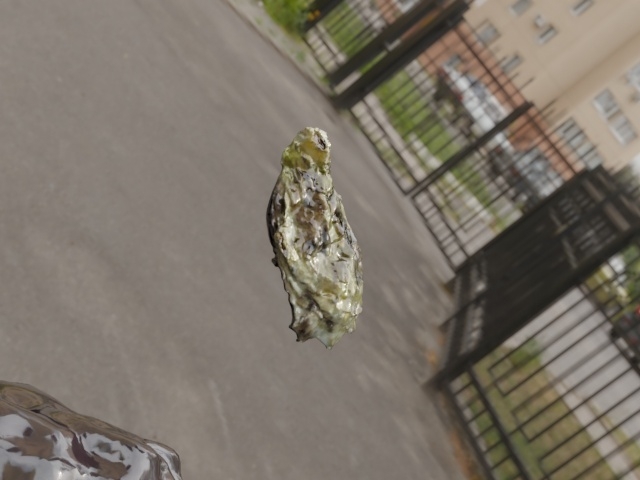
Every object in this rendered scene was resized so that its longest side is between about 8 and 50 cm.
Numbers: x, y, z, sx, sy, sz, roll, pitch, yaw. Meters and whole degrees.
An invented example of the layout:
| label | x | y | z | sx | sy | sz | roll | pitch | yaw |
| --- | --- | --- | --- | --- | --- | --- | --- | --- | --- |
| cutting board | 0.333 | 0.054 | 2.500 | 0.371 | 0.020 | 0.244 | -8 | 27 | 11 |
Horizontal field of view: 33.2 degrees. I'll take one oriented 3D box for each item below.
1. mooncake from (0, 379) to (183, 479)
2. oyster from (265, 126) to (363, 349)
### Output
| label | x | y | z | sx | sy | sz | roll | pitch | yaw |
| --- | --- | --- | --- | --- | --- | --- | --- | --- | --- |
| mooncake | -0.229 | 0.171 | 0.765 | 0.282 | 0.141 | 0.283 | 15 | -14 | 4 |
| oyster | -0.003 | 0.002 | 0.770 | 0.108 | 0.053 | 0.166 | -49 | 125 | -40 |
